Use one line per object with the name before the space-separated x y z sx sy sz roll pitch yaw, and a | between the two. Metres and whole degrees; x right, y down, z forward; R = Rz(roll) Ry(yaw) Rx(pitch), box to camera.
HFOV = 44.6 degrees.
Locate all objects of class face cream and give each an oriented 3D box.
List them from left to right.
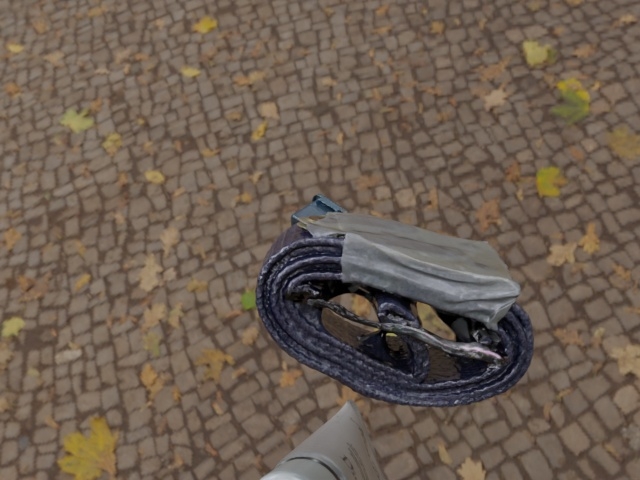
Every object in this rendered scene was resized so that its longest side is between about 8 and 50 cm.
face cream | 0.015 0.258 0.841 0.089 0.314 0.143 -27 78 13

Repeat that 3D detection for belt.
belt | 0.060 0.057 0.653 0.231 0.126 0.139 16 101 -3

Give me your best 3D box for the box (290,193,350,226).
box | 0.000 0.000 0.992 0.054 0.099 0.074 -30 45 -31
